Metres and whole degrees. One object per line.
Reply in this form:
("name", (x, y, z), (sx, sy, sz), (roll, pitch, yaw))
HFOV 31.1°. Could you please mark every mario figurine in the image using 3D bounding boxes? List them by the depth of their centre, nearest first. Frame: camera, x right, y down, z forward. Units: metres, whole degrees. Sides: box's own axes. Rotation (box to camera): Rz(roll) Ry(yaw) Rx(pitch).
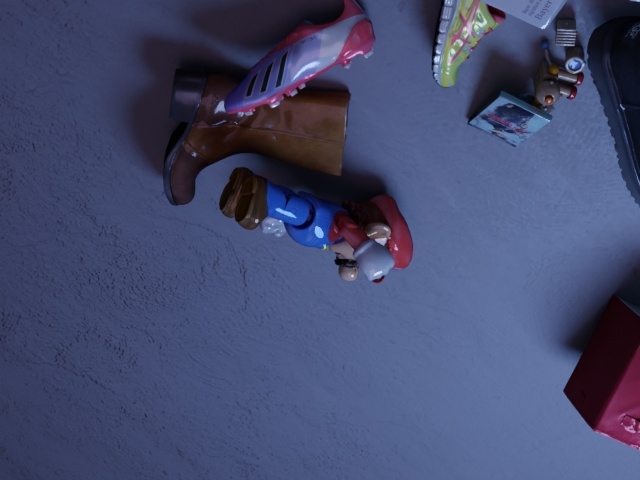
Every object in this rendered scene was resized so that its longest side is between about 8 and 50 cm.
("mario figurine", (0.000, 0.000, 1.811), (0.320, 0.198, 0.170), (17, 132, -24))

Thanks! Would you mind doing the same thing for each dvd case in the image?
("dvd case", (0.280, -0.179, 1.710), (0.087, 0.013, 0.119), (25, 162, -10))

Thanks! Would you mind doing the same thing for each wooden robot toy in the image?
("wooden robot toy", (0.340, -0.226, 1.654), (0.076, 0.079, 0.173), (16, 131, -2))

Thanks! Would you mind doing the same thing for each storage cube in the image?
("storage cube", (0.538, 0.227, 1.881), (0.184, 0.215, 0.193), (24, 101, -8))

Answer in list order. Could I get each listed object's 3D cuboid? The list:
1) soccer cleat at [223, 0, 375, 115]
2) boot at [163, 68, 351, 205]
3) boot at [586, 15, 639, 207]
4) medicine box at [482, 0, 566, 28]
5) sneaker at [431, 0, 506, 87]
("soccer cleat", (-0.038, -0.265, 1.675), (0.248, 0.083, 0.095), (-26, 101, 9))
("boot", (-0.103, -0.145, 1.828), (0.280, 0.096, 0.264), (9, 124, -6))
("boot", (0.583, -0.123, 1.480), (0.445, 0.146, 0.367), (17, 150, 55))
("medicine box", (0.185, -0.430, 1.393), (0.289, 0.263, 0.149), (24, 129, -9))
("sneaker", (0.210, -0.302, 1.616), (0.094, 0.081, 0.208), (10, 130, 0))
